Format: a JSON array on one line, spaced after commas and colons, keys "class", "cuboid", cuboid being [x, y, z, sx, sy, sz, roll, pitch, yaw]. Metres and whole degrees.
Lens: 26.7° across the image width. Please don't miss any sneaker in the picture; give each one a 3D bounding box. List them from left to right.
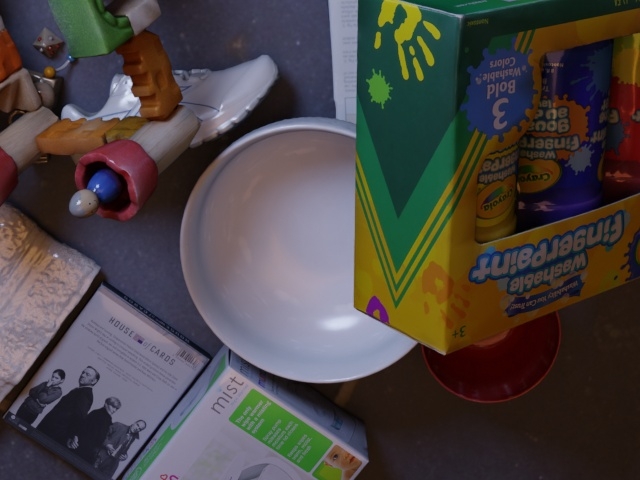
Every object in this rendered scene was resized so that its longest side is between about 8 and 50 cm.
[{"class": "sneaker", "cuboid": [-0.193, -0.167, 1.685, 0.297, 0.111, 0.129, -25, 98, 5]}]

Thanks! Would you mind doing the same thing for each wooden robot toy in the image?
[{"class": "wooden robot toy", "cuboid": [-0.360, -0.178, 1.690, 0.076, 0.079, 0.173, 13, 104, -4]}]

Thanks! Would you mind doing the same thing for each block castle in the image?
[{"class": "block castle", "cuboid": [-0.350, -0.239, 1.448, 0.303, 0.213, 0.453, 2, 124, 32]}]

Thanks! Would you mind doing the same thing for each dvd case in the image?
[{"class": "dvd case", "cuboid": [-0.289, 0.197, 1.819, 0.179, 0.029, 0.239, 36, 101, -10]}]

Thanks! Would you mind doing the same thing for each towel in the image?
[{"class": "towel", "cuboid": [-0.444, 0.093, 1.770, 0.187, 0.049, 0.282, 36, 98, -11]}]

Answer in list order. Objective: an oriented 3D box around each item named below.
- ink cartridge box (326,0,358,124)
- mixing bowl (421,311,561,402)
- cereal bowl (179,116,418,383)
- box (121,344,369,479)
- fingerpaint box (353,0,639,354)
[{"class": "ink cartridge box", "cuboid": [0.164, -0.255, 1.695, 0.308, 0.091, 0.385, -3, 122, -1]}, {"class": "mixing bowl", "cuboid": [0.217, 0.111, 1.768, 0.181, 0.098, 0.181, 0, 105, -2]}, {"class": "cereal bowl", "cuboid": [0.000, 0.000, 1.700, 0.339, 0.141, 0.339, 3, 110, 7]}, {"class": "box", "cuboid": [-0.104, 0.301, 1.803, 0.231, 0.127, 0.262, 36, 103, -12]}, {"class": "fingerpaint box", "cuboid": [0.256, -0.118, 1.534, 0.445, 0.163, 0.371, -16, 117, -36]}]
